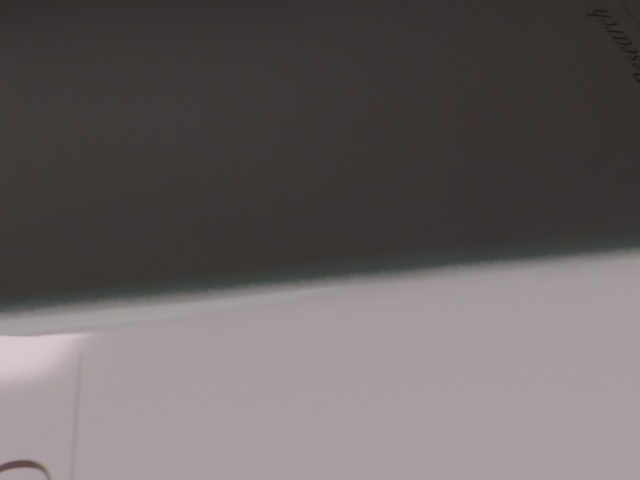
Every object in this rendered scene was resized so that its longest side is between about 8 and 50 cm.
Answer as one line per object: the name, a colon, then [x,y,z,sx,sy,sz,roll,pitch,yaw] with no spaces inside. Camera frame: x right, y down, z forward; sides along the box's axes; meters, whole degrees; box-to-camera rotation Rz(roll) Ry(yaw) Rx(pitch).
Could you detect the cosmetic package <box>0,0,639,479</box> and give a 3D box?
cosmetic package: [0.078,0.036,0.641,0.453,0.161,0.230,-6,131,-18]
